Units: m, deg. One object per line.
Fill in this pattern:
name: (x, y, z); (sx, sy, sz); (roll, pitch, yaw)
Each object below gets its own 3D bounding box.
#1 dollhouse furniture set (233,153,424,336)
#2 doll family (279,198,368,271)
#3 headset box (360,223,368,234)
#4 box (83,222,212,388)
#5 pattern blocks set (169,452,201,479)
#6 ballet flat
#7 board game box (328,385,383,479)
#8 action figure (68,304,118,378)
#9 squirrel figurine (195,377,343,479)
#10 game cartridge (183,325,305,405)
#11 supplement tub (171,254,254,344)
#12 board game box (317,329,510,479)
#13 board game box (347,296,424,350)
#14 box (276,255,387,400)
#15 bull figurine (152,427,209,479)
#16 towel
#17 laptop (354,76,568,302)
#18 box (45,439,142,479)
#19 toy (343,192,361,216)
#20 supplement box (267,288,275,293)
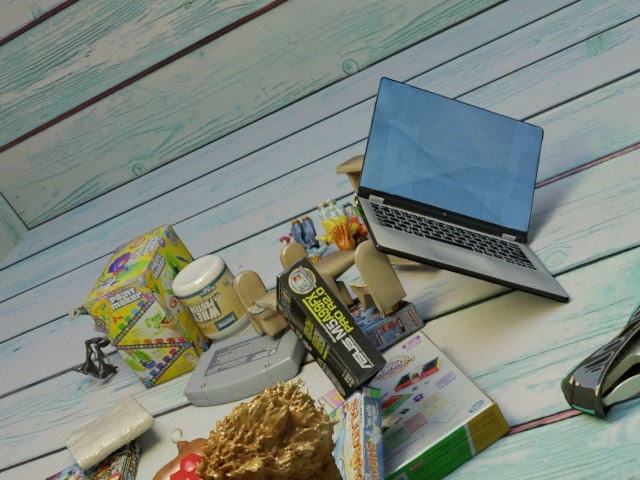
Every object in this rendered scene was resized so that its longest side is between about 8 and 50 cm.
dollhouse furniture set: (0.026, 0.010, 1.918); (0.394, 0.256, 0.362); (-32, 13, -24)
doll family: (0.000, 0.000, 2.252); (0.263, 0.118, 0.163); (-29, 56, 8)
headset box: (0.078, -0.022, 2.349); (0.062, 0.032, 0.083); (-35, 22, -9)
box: (-0.409, 0.160, 2.270); (0.177, 0.279, 0.290); (-24, 23, 17)
pattern blocks set: (-0.193, 0.510, 1.501); (0.286, 0.026, 0.324); (4, 42, 27)
ballet flat: (0.493, 0.167, 1.368); (0.280, 0.095, 0.096); (-45, 34, -5)
board game box: (0.055, 0.348, 1.414); (0.136, 0.035, 0.201); (129, 148, -50)
action figure: (-0.584, 0.228, 2.403); (0.164, 0.141, 0.275); (5, 78, 45)
squirrel figurine: (-0.105, 0.384, 1.172); (0.281, 0.370, 0.396); (-13, 54, 31)
game cartridge: (-0.162, 0.275, 2.014); (0.294, 0.060, 0.196); (-21, 21, 25)
supplement tub: (-0.255, 0.150, 2.196); (0.144, 0.199, 0.144); (-27, 23, 12)
board game box: (0.149, 0.299, 1.550); (0.242, 0.064, 0.316); (-33, 22, -4)
board game box: (0.112, 0.171, 1.866); (0.194, 0.060, 0.194); (-24, 19, 10)
box: (0.010, 0.156, 1.510); (0.060, 0.216, 0.270); (-35, -11, -11)
bull figurine: (-0.260, 0.452, 1.711); (0.310, 0.101, 0.188); (-42, 20, -29)
towel: (-0.480, 0.427, 2.021); (0.187, 0.049, 0.282); (-33, 10, -19)
laptop: (0.287, -0.110, 1.739); (0.408, 0.382, 0.236); (-106, 33, -66)
box: (-0.502, 0.530, 1.926); (0.233, 0.044, 0.159); (-28, 22, 10)
toy: (0.177, -0.151, 2.464); (0.237, 0.056, 0.137); (-47, 30, -22)
supplement box: (-0.111, 0.171, 2.121); (0.056, 0.083, 0.083); (-16, 27, 35)
